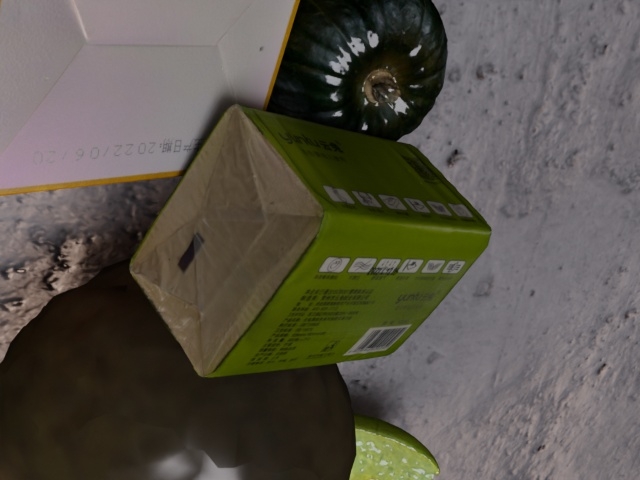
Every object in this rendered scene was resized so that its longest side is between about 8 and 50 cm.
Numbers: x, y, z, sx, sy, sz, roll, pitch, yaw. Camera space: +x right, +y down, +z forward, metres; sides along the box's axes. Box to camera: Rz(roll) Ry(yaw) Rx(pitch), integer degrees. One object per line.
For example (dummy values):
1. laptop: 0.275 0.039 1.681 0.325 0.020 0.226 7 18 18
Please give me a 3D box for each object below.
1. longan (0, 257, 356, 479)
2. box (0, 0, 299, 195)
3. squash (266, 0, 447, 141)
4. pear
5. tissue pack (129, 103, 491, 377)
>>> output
1. longan: -0.159 0.233 0.993 0.403 0.404 0.436 -14 124 -17
2. box: -0.189 -0.207 0.730 0.283 0.214 0.260 -12 132 -44
3. squash: 0.034 -0.188 0.931 0.218 0.172 0.218 -37 156 -20
4. pear: 0.000 0.350 1.323 0.239 0.139 0.288 33 108 -23
5. tissue pack: -0.003 0.006 0.834 0.274 0.167 0.200 4 129 -50
